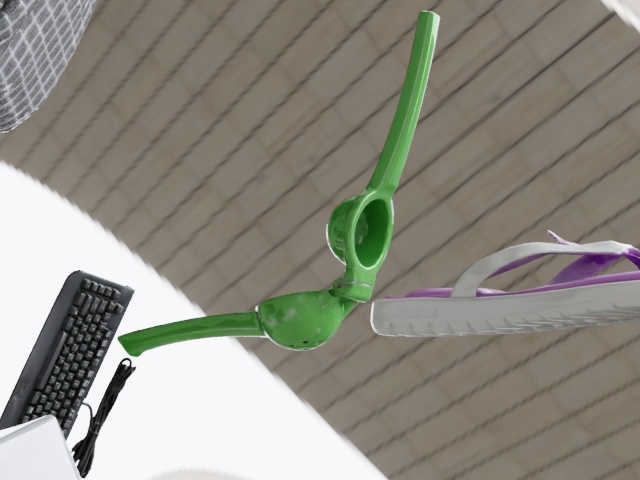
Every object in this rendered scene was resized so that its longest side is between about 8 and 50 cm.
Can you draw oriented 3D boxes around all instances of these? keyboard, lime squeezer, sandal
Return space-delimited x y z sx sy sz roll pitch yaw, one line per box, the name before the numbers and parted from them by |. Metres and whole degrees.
keyboard | -0.306 0.198 1.802 0.033 0.201 0.317 25 -90 31
lime squeezer | 0.000 0.000 0.951 0.310 0.059 0.110 -47 -134 16
sandal | 0.219 0.040 1.501 0.416 0.169 0.102 -8 -98 37

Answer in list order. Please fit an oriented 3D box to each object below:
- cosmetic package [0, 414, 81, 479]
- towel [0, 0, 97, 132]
cosmetic package | -0.346 0.265 1.255 0.225 0.224 0.138 -21 -88 46
towel | -0.232 -0.243 1.203 0.121 0.283 0.235 30 -14 3
